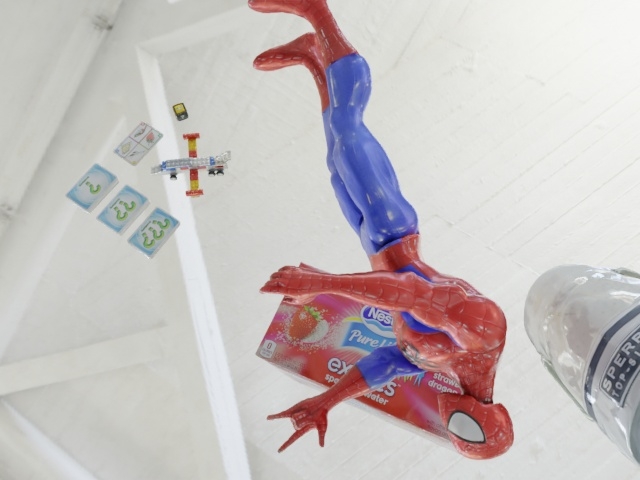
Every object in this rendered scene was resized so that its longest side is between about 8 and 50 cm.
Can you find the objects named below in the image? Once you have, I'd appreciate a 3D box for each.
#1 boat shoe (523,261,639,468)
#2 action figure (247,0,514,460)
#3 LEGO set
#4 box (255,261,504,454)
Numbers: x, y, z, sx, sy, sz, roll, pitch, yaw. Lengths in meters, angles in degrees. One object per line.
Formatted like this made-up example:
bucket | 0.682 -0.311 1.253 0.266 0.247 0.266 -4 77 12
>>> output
boat shoe | 0.259 0.119 0.471 0.136 0.367 0.156 -55 -148 8
action figure | 0.000 0.000 0.365 0.139 0.091 0.280 -25 -108 -9
LEGO set | -0.265 -0.117 1.066 0.182 0.060 0.244 34 -109 12
box | 0.072 0.138 0.782 0.256 0.123 0.128 20 -106 20
